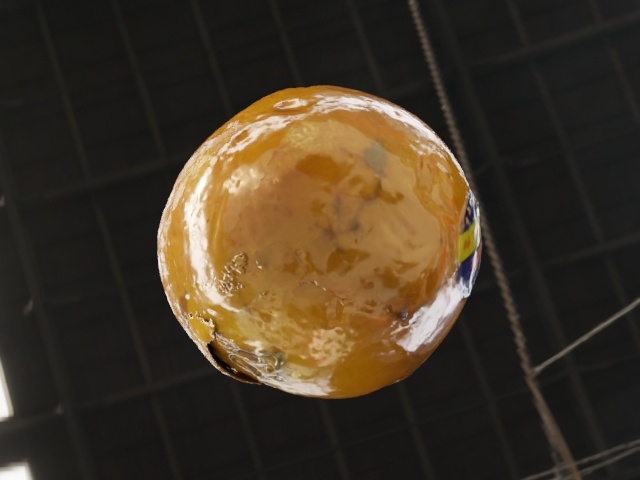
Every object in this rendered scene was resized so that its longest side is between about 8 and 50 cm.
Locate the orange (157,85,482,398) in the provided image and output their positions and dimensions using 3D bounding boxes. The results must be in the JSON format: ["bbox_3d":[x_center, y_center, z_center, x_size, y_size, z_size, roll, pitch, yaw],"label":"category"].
[{"bbox_3d":[-0.001,0.000,0.356,0.084,0.083,0.083,4,-108,-11],"label":"orange"}]
